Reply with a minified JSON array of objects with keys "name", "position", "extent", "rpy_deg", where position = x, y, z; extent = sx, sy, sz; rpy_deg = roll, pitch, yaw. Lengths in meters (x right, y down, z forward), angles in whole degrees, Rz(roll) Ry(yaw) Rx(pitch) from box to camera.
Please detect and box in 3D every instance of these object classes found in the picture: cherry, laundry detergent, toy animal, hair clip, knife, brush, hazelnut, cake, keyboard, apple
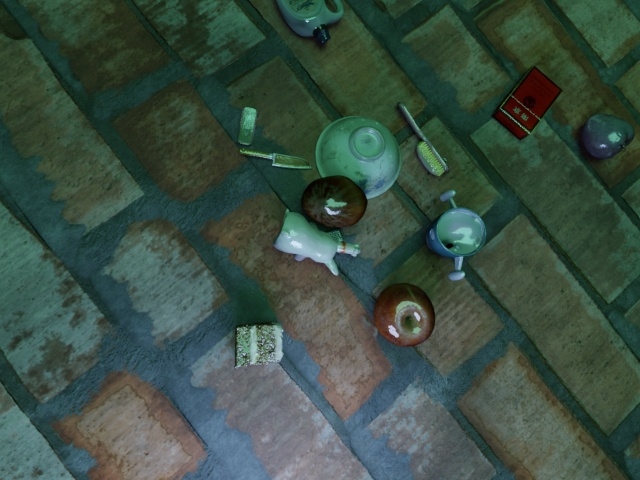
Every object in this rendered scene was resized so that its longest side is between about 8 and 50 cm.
[{"name":"cherry","position":[1.064,-0.388,1.557],"extent":[0.175,0.140,0.176],"rpy_deg":[-2,60,3]},{"name":"laundry detergent","position":[-0.030,-0.834,1.487],"extent":[0.214,0.105,0.281],"rpy_deg":[-30,85,-13]},{"name":"toy animal","position":[-0.021,0.014,1.352],"extent":[0.282,0.138,0.141],"rpy_deg":[25,88,-27]},{"name":"hair clip","position":[-0.252,-0.393,1.435],"extent":[0.054,0.022,0.138],"rpy_deg":[8,81,-7]},{"name":"knife","position":[-0.154,-0.276,1.431],"extent":[0.255,0.022,0.046],"rpy_deg":[9,74,-11]},{"name":"brush","position":[0.351,-0.359,1.493],"extent":[0.067,0.072,0.313],"rpy_deg":[-34,86,3]},{"name":"hazelnut","position":[0.043,-0.118,1.344],"extent":[0.211,0.181,0.181],"rpy_deg":[5,52,16]},{"name":"cake","position":[-0.191,0.320,1.286],"extent":[0.147,0.135,0.135],"rpy_deg":[3,81,-12]},{"name":"keyboard","position":[0.000,0.000,1.418],"extent":[0.154,0.010,0.053],"rpy_deg":[-18,85,-10]},{"name":"apple","position":[0.268,0.237,1.349],"extent":[0.200,0.162,0.202],"rpy_deg":[0,93,-6]}]

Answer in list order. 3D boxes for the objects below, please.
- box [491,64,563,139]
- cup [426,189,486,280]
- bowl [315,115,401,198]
[{"name":"box","position":[0.778,-0.519,1.569],"extent":[0.153,0.074,0.240],"rpy_deg":[41,79,-5]},{"name":"cup","position":[0.434,-0.017,1.396],"extent":[0.167,0.173,0.300],"rpy_deg":[-2,83,-9]},{"name":"bowl","position":[0.146,-0.305,1.415],"extent":[0.312,0.146,0.314],"rpy_deg":[1,82,-8]}]
